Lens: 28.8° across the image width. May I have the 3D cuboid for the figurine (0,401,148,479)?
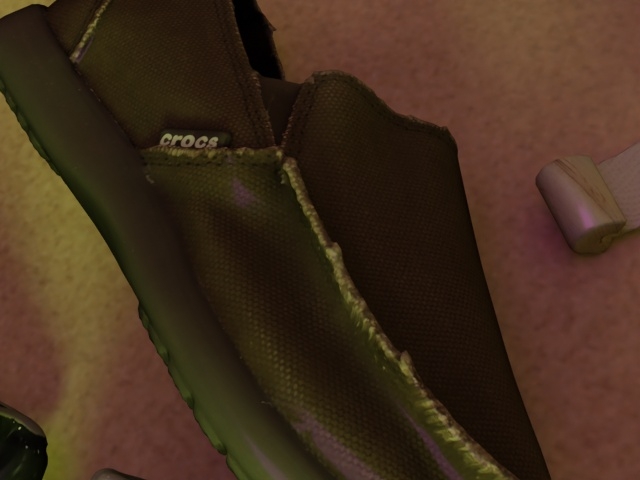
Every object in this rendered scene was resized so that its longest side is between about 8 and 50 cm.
[{"bbox_3d":[-0.132,0.169,0.443,0.215,0.092,0.209,20,79,25],"label":"figurine"}]

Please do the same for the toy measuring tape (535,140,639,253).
[{"bbox_3d":[0.225,-0.101,0.438,0.330,0.121,0.121,-26,58,4],"label":"toy measuring tape"}]

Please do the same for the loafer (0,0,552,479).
[{"bbox_3d":[0.000,0.000,0.448,0.130,0.134,0.366,-37,58,-2],"label":"loafer"}]
